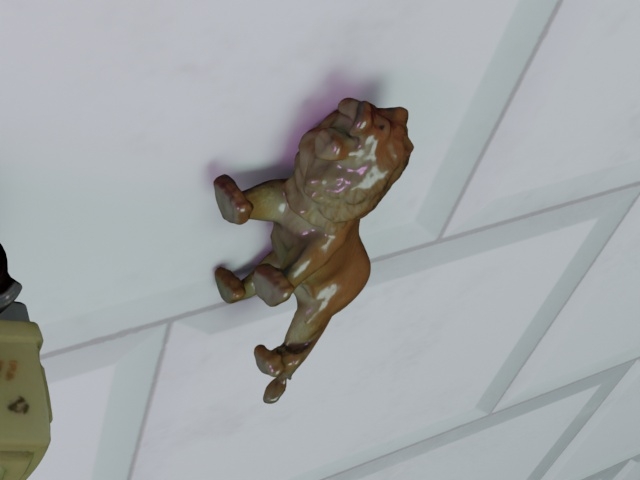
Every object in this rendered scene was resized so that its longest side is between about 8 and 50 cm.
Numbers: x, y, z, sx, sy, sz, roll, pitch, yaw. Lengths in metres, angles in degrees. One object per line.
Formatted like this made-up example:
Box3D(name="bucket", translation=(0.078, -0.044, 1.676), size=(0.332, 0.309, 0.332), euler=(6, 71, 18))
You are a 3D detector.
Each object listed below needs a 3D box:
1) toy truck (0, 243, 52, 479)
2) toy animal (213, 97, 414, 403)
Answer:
Box3D(name="toy truck", translation=(-0.324, 0.082, 0.611), size=(0.180, 0.254, 0.405), euler=(-41, 148, 25))
Box3D(name="toy animal", translation=(0.000, 0.000, 0.963), size=(0.157, 0.097, 0.312), euler=(-29, 154, -18))
